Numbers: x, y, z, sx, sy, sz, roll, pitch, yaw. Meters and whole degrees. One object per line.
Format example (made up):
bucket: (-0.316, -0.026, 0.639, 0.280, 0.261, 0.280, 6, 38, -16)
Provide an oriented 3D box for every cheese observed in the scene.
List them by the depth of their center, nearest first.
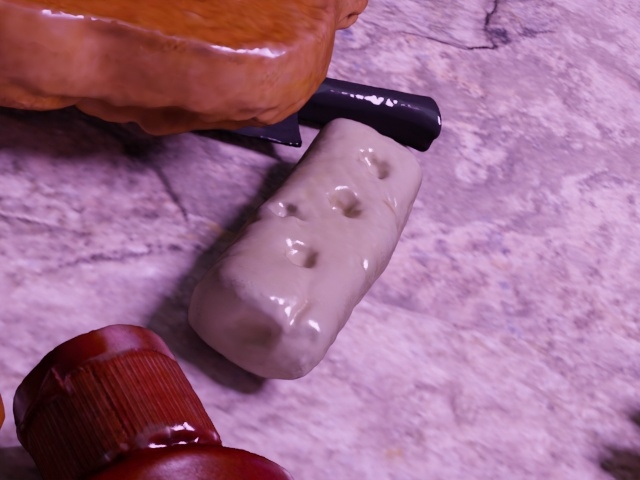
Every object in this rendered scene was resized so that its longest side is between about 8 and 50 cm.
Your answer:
cheese: (0.000, 0.000, 0.670, 0.065, 0.043, 0.194, 35, 31, -1)

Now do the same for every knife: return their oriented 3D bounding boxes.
knife: (-0.040, -0.071, 0.753, 0.230, 0.028, 0.060, 10, 40, -23)

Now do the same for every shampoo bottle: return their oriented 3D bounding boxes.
shampoo bottle: (-0.020, 0.136, 0.445, 0.102, 0.064, 0.260, -3, 44, -39)

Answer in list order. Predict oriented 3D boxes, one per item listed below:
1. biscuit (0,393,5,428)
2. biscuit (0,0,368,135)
biscuit: (-0.166, 0.127, 0.216, 0.312, 0.110, 0.318, 2, 62, -46)
biscuit: (-0.179, -0.170, 0.724, 0.455, 0.078, 0.349, 7, 37, -28)
